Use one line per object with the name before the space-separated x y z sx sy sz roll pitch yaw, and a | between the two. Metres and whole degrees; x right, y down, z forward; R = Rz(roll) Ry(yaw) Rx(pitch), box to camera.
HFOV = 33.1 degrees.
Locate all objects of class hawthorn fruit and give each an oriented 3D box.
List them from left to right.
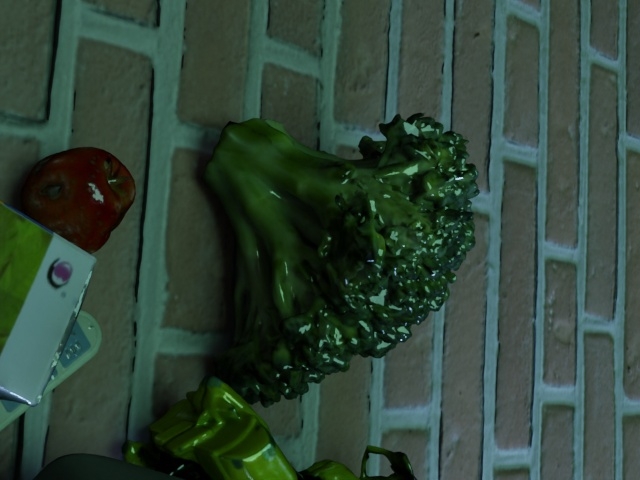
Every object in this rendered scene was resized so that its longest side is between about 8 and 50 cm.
hawthorn fruit | -0.186 -0.034 0.848 0.093 0.093 0.093 5 82 -46

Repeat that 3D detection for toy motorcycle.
toy motorcycle | -0.016 0.246 0.962 0.342 0.142 0.206 47 56 -34

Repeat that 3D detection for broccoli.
broccoli | 0.000 0.000 0.997 0.288 0.248 0.245 -33 74 -33

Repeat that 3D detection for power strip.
power strip | -0.239 0.110 0.823 0.191 0.030 0.048 -41 114 -41

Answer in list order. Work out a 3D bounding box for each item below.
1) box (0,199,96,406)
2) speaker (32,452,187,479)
box | -0.315 -0.009 0.632 0.299 0.200 0.106 38 62 -38
speaker | -0.156 0.362 0.704 0.183 0.184 0.406 23 81 -23
